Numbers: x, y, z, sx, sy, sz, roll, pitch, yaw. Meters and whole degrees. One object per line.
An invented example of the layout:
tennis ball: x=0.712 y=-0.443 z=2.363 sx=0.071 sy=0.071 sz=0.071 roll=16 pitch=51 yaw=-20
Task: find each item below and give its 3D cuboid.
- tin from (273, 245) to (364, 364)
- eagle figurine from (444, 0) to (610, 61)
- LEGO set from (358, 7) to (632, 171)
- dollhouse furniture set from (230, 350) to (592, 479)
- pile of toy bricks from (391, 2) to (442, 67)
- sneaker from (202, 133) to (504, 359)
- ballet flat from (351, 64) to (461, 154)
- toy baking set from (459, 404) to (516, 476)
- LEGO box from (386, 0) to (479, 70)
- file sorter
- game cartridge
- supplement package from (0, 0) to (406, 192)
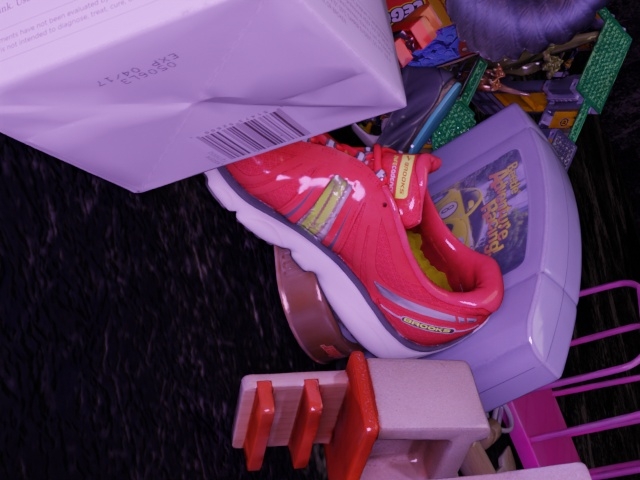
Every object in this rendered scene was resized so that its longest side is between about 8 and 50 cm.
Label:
tin: x=0.000 y=0.000 z=0.894 sx=0.106 sy=0.040 sz=0.189 roll=34 pitch=43 yaw=-54
eagle figurine: x=0.145 y=-0.269 z=0.793 sx=0.225 sy=0.226 sz=0.298 roll=47 pitch=-5 yaw=3
LEGO set: x=0.154 y=-0.164 z=1.216 sx=0.255 sy=0.192 sz=0.331 roll=27 pitch=77 yaw=-38
dollhouse furniture set: x=0.039 y=0.195 z=0.622 sx=0.262 sy=0.135 sz=0.259 roll=104 pitch=-21 yaw=-49
pile of toy bricks: x=0.014 y=-0.173 z=0.780 sx=0.105 sy=0.212 sz=0.118 roll=-44 pitch=113 yaw=-22
sneaker: x=0.021 y=-0.040 z=0.794 sx=0.279 sy=0.118 sz=0.107 roll=45 pitch=41 yaw=-17
ballet flat: x=0.050 y=-0.074 z=1.009 sx=0.203 sy=0.074 sz=0.074 roll=-59 pitch=138 yaw=-22
toy baking set: x=0.166 y=0.183 z=1.190 sx=0.197 sy=0.030 sz=0.256 roll=-76 pitch=144 yaw=-55
LEGO box: x=0.004 y=-0.444 z=1.018 sx=0.372 sy=0.193 sz=0.500 roll=42 pitch=37 yaw=-55
file sorter: x=0.345 y=0.222 z=1.411 sx=0.290 sy=0.182 sz=0.202 roll=65 pitch=22 yaw=-22
game cartridge: x=0.114 y=0.016 z=0.942 sx=0.060 sy=0.196 sz=0.294 roll=46 pitch=31 yaw=-30
supplement package: x=-0.086 y=-0.202 z=0.616 sx=0.175 sy=0.177 sz=0.293 roll=27 pitch=51 yaw=-64
